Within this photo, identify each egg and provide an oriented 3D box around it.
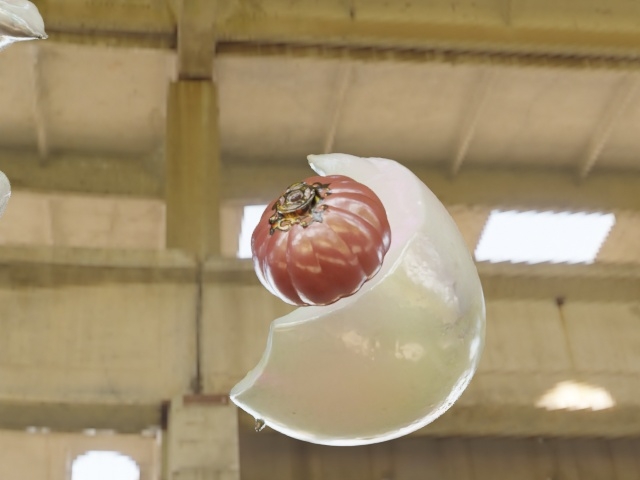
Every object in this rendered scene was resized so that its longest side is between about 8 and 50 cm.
[{"bbox_3d":[0.064,0.058,1.216,0.206,0.271,0.162,41,-27,-29],"label":"egg"}]

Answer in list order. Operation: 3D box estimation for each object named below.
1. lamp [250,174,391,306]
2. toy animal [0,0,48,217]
[{"bbox_3d":[0.000,0.000,1.055,0.107,0.107,0.092,-18,-51,14],"label":"lamp"},{"bbox_3d":[-0.328,-0.115,1.112,0.241,0.196,0.367,48,-16,-7],"label":"toy animal"}]
